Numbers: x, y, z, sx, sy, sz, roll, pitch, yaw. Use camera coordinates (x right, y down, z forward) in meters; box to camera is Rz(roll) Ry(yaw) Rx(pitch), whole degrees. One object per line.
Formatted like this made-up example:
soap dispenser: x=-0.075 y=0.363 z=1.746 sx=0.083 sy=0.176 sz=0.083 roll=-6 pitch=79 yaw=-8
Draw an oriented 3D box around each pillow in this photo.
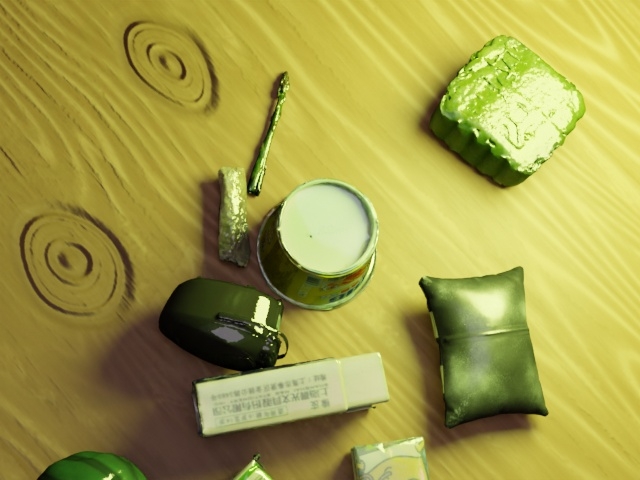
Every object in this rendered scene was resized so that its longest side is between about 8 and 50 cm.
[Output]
pillow: x=0.264 y=0.169 z=1.679 sx=0.186 sy=0.106 sz=0.249 roll=-6 pitch=78 yaw=-17

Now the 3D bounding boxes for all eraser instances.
eraser: x=-0.050 y=0.237 z=1.606 sx=0.287 sy=0.130 sz=0.086 roll=-8 pitch=78 yaw=-11

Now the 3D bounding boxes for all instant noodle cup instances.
instant noodle cup: x=0.000 y=0.000 z=1.664 sx=0.205 sy=0.153 sz=0.205 roll=2 pitch=76 yaw=-6

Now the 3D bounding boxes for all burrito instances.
burrito: x=-0.142 y=-0.040 z=1.709 sx=0.051 sy=0.042 sz=0.171 roll=7 pitch=77 yaw=-34

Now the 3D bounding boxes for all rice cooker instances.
rice cooker: x=-0.145 y=0.130 z=1.615 sx=0.203 sy=0.142 sz=0.118 roll=14 pitch=65 yaw=5

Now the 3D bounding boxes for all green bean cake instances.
green bean cake: x=0.315 y=-0.216 z=1.784 sx=0.214 sy=0.113 sz=0.200 roll=41 pitch=77 yaw=5

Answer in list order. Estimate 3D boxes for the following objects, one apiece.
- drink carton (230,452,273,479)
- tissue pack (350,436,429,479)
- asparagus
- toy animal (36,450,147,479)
drink carton: x=-0.153 y=0.445 z=1.522 sx=0.108 sy=0.161 sz=0.271 roll=45 pitch=72 yaw=6
tissue pack: x=0.114 y=0.386 z=1.621 sx=0.116 sy=0.065 sz=0.155 roll=-6 pitch=76 yaw=-9
asparagus: x=-0.084 y=-0.184 z=1.770 sx=0.022 sy=0.023 sz=0.232 roll=32 pitch=67 yaw=-45
toy animal: x=-0.375 y=0.448 z=1.473 sx=0.191 sy=0.216 sz=0.338 roll=14 pitch=63 yaw=33
